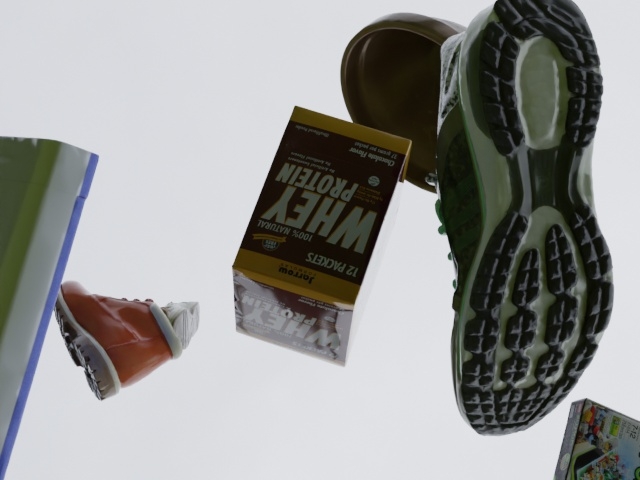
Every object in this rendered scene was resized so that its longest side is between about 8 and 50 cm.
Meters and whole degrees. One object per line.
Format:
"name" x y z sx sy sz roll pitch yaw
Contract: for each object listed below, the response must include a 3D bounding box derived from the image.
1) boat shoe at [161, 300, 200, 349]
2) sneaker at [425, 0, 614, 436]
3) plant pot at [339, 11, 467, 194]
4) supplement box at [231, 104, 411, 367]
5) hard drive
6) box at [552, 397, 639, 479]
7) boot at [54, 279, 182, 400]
"boat shoe" -0.174 0.099 1.564 0.045 0.135 0.050 2 -86 5
"sneaker" 0.169 -0.024 1.263 0.182 0.158 0.410 -168 -100 -68
"plant pot" 0.147 -0.178 1.590 0.237 0.110 0.237 29 -38 25
"supplement box" 0.000 0.000 1.410 0.129 0.191 0.194 17 -114 6
"hard drive" -0.256 0.085 0.911 0.210 0.040 0.318 8 -99 53
"box" 0.326 0.301 1.565 0.036 0.114 0.207 -36 -147 65
"boot" -0.171 0.070 1.106 0.158 0.084 0.059 41 -29 51
